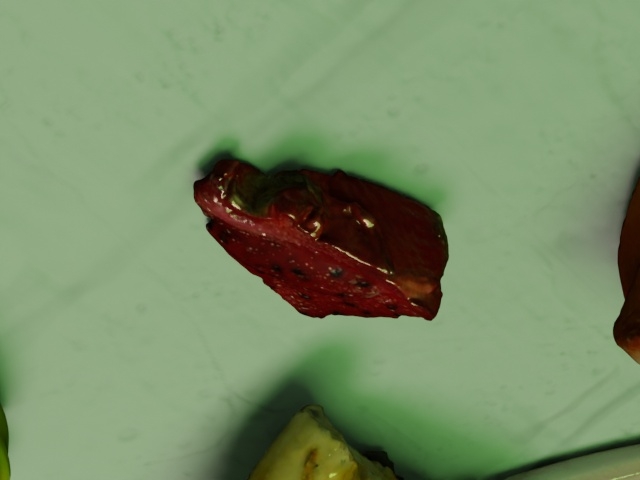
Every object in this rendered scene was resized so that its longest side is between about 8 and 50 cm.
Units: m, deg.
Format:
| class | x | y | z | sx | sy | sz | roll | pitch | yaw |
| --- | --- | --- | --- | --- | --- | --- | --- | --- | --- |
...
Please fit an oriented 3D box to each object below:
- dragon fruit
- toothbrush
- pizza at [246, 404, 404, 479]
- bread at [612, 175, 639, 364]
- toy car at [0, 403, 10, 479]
| class | x | y | z | sx | sy | sz | roll | pitch | yaw |
| --- | --- | --- | --- | --- | --- | --- | --- | --- | --- |
| dragon fruit | 0.001 | 0.003 | 0.654 | 0.097 | 0.063 | 0.131 | -38 | 128 | 16 |
| toothbrush | 0.260 | 0.138 | 0.859 | 0.307 | 0.025 | 0.029 | -12 | 138 | -6 |
| pizza | 0.038 | 0.283 | 0.802 | 0.277 | 0.114 | 0.409 | -11 | 111 | -30 |
| bread | 0.333 | 0.013 | 0.719 | 0.295 | 0.114 | 0.327 | -41 | 127 | 15 |
| toy car | -0.275 | 0.159 | 0.655 | 0.248 | 0.142 | 0.200 | -40 | 128 | 20 |
